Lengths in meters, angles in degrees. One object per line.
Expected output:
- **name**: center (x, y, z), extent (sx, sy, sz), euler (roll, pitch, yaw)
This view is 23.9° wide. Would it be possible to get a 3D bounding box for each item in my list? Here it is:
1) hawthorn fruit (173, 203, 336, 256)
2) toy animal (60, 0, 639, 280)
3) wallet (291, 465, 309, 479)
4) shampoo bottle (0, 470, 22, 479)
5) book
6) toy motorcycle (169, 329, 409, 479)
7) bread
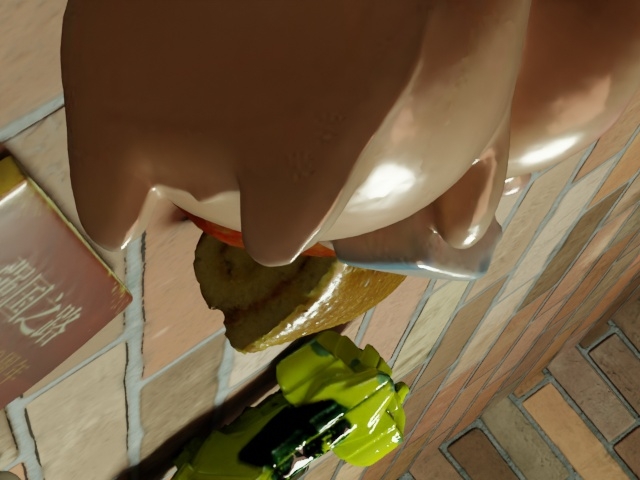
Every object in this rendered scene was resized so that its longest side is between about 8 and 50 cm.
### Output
- **hawthorn fruit**: center (-0.019, -0.056, 0.757), extent (0.138, 0.133, 0.133), euler (-11, 150, -51)
- **toy animal**: center (0.039, -0.091, 0.596), extent (0.195, 0.212, 0.256), euler (0, 177, 34)
- **wallet**: center (-0.064, 0.303, 1.951), extent (0.110, 0.031, 0.198), euler (-36, 166, -9)
- **shampoo bottle**: center (-0.314, 0.242, 1.092), extent (0.221, 0.051, 0.108), euler (-27, 164, -40)
- **book**: center (-0.279, 0.109, 0.821), extent (0.374, 0.028, 0.262), euler (-37, 164, -5)
- **toy motorcycle**: center (-0.068, 0.229, 1.500), extent (0.342, 0.142, 0.206), euler (-40, -156, 3)
- **bread**: center (0.000, 0.000, 1.011), extent (0.132, 0.103, 0.172), euler (-48, 165, 23)
